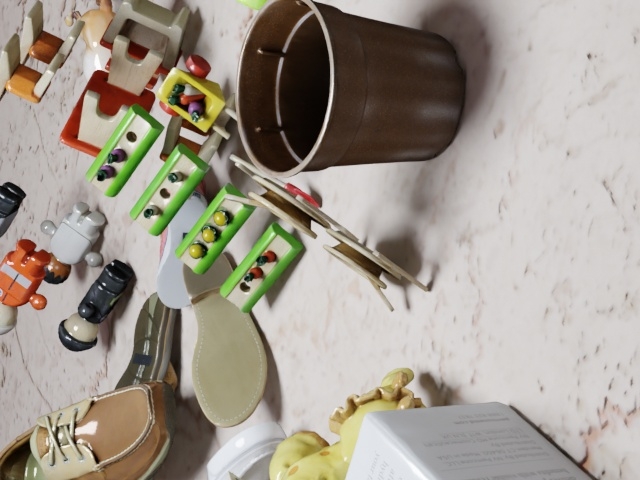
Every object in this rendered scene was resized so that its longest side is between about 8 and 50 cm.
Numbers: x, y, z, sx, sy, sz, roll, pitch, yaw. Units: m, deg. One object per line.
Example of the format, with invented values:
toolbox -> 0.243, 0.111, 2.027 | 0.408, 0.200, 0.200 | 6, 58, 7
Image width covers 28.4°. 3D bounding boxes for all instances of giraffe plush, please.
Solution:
giraffe plush -> 0.044, 0.206, 1.178 | 0.170, 0.210, 0.181 | -44, 44, 11

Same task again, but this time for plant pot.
plant pot -> 0.033, -0.138, 1.169 | 0.167, 0.165, 0.167 | 0, 90, 57

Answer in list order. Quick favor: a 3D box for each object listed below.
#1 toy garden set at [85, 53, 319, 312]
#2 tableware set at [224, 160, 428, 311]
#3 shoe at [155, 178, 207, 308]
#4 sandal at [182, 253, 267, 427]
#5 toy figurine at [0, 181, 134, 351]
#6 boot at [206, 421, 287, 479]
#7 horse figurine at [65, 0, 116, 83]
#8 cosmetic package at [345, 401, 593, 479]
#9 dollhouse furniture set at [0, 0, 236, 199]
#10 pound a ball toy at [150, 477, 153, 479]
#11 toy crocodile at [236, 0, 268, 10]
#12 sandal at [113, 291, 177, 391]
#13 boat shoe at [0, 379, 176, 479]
toy garden set -> -0.121, -0.060, 1.379 | 0.244, 0.049, 0.204 | 40, 118, 0
tableware set -> 0.000, 0.000, 1.201 | 0.039, 0.194, 0.128 | -57, 38, -2
shoe -> -0.170, -0.005, 1.578 | 0.081, 0.063, 0.178 | -98, 15, -53
sandal -> -0.112, 0.126, 1.494 | 0.079, 0.088, 0.240 | 83, 173, -56
toy figurine -> -0.391, 0.041, 1.769 | 0.148, 0.213, 0.209 | -55, 46, 22
boot -> -0.078, 0.318, 1.420 | 0.123, 0.095, 0.258 | 59, 144, 30
horse figurine -> -0.307, -0.246, 1.776 | 0.174, 0.066, 0.263 | 0, 93, 62
cosmetic package -> 0.183, 0.336, 0.945 | 0.453, 0.161, 0.230 | 42, 123, 49
dollhouse furniture set -> -0.240, -0.182, 1.534 | 0.259, 0.262, 0.135 | -75, 12, -49
pound a ball toy -> -0.234, 0.447, 1.601 | 0.319, 0.135, 0.208 | 39, 122, 49
toy crocodile -> -0.102, -0.357, 1.428 | 0.340, 0.105, 0.115 | 54, 132, 42
sandal -> -0.219, 0.176, 1.657 | 0.090, 0.060, 0.219 | 4, 79, 51
boat shoe -> -0.304, 0.265, 1.590 | 0.324, 0.120, 0.123 | -35, 55, 39
